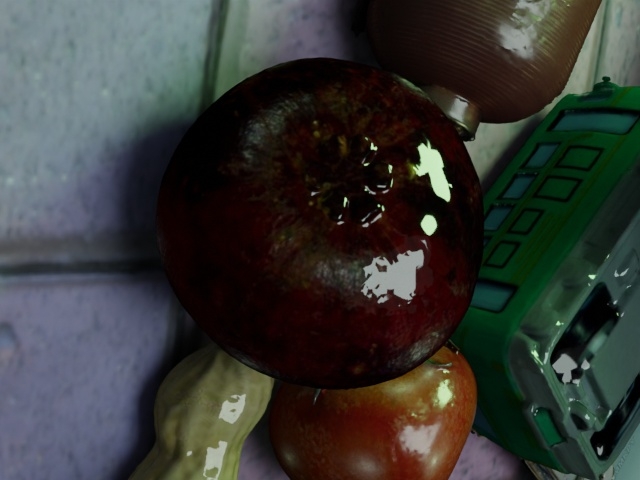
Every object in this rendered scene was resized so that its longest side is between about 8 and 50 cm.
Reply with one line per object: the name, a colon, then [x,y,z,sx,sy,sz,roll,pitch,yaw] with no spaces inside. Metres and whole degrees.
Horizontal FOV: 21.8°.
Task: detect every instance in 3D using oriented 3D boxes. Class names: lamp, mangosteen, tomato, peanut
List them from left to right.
peanut: [-0.095,0.154,1.220,0.082,0.082,0.187,28,82,-49]
mangosteen: [0.000,0.000,1.193,0.235,0.235,0.261,-54,175,-22]
tomato: [0.041,0.150,1.307,0.167,0.167,0.167,-19,116,-44]
lamp: [0.126,-0.197,1.287,0.180,0.180,0.258,33,79,-48]

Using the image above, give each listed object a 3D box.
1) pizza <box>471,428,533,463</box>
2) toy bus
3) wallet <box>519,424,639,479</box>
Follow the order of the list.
pizza: [0.197,0.142,1.524,0.046,0.134,0.175,39,36,-39]
toy bus: [0.228,0.021,1.441,0.343,0.199,0.183,-50,132,-25]
wallet: [0.263,0.197,1.639,0.170,0.069,0.231,-60,138,-21]
